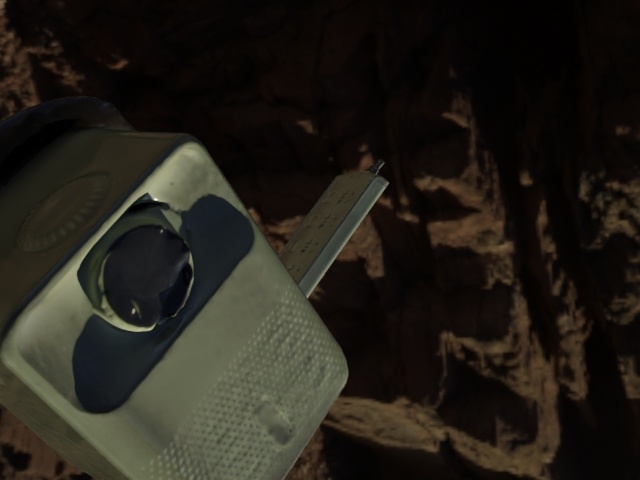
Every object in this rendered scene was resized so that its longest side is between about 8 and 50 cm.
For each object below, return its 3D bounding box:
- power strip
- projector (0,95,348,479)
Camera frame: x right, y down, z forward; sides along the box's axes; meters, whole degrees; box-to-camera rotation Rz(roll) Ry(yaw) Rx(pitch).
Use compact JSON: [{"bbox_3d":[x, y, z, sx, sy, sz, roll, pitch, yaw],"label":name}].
[{"bbox_3d":[0.000,0.000,0.894,0.027,0.060,0.253,51,61,-31],"label":"power strip"},{"bbox_3d":[-0.122,0.042,0.506,0.163,0.177,0.242,-51,127,-27],"label":"projector"}]
